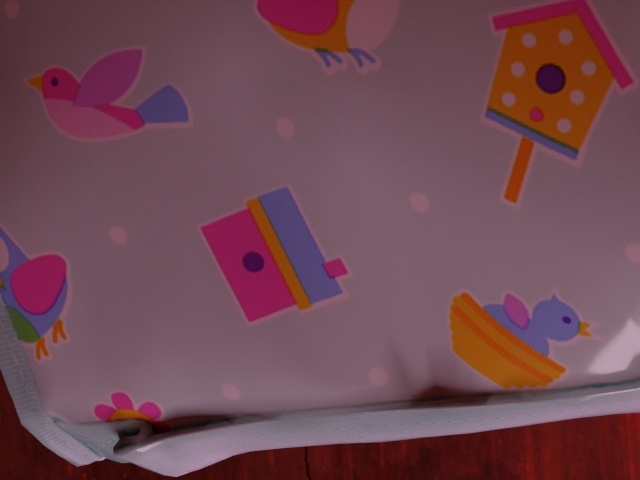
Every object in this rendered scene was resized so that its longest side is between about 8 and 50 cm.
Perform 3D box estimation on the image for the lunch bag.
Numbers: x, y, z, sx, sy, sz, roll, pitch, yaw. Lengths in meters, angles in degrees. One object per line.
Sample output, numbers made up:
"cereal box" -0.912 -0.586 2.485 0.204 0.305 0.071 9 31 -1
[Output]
"lunch bag" 0.016 -0.076 0.501 0.223 0.262 0.160 -8 172 25
